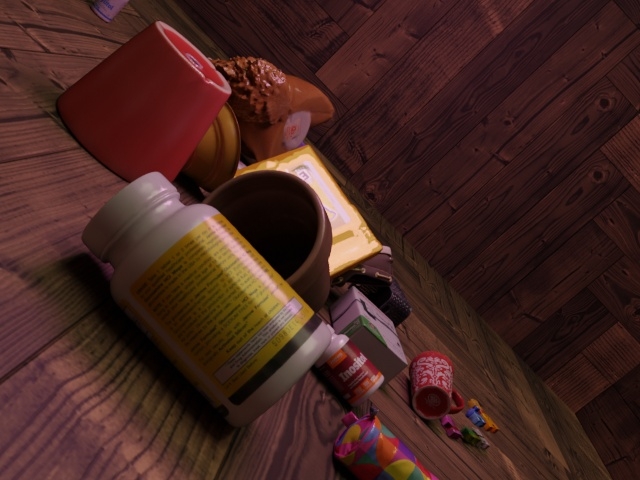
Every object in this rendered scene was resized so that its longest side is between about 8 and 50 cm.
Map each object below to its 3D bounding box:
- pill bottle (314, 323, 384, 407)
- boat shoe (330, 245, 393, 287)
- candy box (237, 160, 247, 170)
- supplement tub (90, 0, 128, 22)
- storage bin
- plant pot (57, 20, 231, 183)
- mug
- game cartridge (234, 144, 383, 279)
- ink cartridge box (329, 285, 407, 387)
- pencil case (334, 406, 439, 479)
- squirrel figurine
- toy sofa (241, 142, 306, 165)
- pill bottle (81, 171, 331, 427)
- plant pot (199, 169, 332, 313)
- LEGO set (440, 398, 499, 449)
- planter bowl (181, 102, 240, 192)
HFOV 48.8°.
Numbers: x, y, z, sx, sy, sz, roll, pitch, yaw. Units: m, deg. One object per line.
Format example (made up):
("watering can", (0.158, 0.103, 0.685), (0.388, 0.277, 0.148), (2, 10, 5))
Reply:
("pill bottle", (0.043, 0.238, 1.358), (0.152, 0.086, 0.086), (47, 12, 4))
("boat shoe", (0.049, 0.068, 1.736), (0.324, 0.116, 0.096), (2, 72, -38))
("candy box", (-0.166, -0.115, 1.752), (0.196, 0.070, 0.165), (43, 6, 0))
("supplement tub", (-0.620, -0.707, 2.089), (0.071, 0.107, 0.071), (43, 13, -13))
("storage bin", (0.154, 0.160, 1.891), (0.084, 0.122, 0.180), (40, 14, -27))
("plant pot", (-0.325, -0.271, 1.377), (0.275, 0.243, 0.275), (44, 13, -13))
("mug", (0.286, 0.356, 1.704), (0.150, 0.113, 0.169), (14, 16, 5))
("game cartridge", (-0.046, -0.053, 1.635), (0.285, 0.052, 0.323), (-26, 73, -35))
("ink cartridge box", (0.107, 0.217, 1.634), (0.153, 0.087, 0.208), (43, 12, -18))
("pencil case", (0.127, 0.384, 1.157), (0.236, 0.104, 0.104), (46, 12, -8))
("squirrel figurine", (-0.225, -0.378, 1.867), (0.370, 0.281, 0.397), (29, -6, 25))
("toy sofa", (-0.198, -0.323, 2.126), (0.362, 0.177, 0.150), (50, 12, 10))
("pill bottle", (-0.159, 0.074, 0.964), (0.334, 0.188, 0.188), (47, 12, 1))
("plant pot", (-0.086, 0.041, 1.275), (0.263, 0.263, 0.229), (55, -3, 34))
("LEGO set", (0.383, 0.456, 1.803), (0.227, 0.087, 0.093), (34, 18, -48))
("planter bowl", (-0.274, -0.210, 1.549), (0.090, 0.217, 0.217), (-7, 49, -41))
